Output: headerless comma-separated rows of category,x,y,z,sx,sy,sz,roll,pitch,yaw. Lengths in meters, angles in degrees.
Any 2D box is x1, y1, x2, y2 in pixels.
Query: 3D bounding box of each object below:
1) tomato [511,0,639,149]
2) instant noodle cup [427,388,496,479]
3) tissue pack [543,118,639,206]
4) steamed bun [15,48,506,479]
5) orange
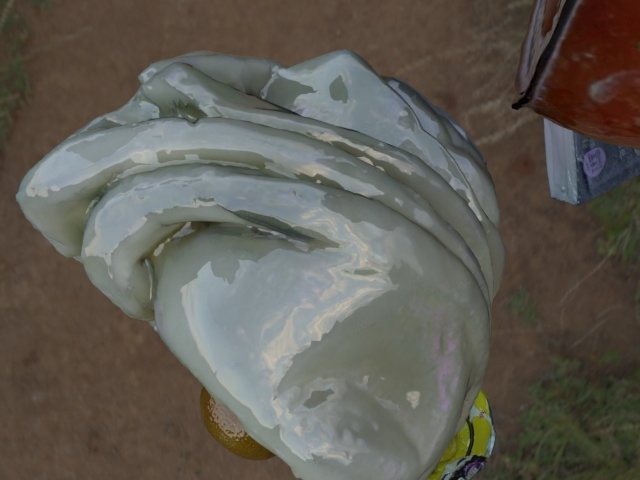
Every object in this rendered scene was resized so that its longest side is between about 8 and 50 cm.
tomato,0.177,-0.128,0.521,0.155,0.214,0.181,22,63,2
instant noodle cup,0.101,0.217,1.776,0.215,0.216,0.236,-15,24,-8
tissue pack,0.289,-0.115,1.286,0.156,0.112,0.051,-28,32,-29
steamed bun,0.000,0.000,0.724,0.268,0.280,0.207,42,86,2
orange,-0.052,0.128,1.000,0.085,0.085,0.085,0,64,-1
